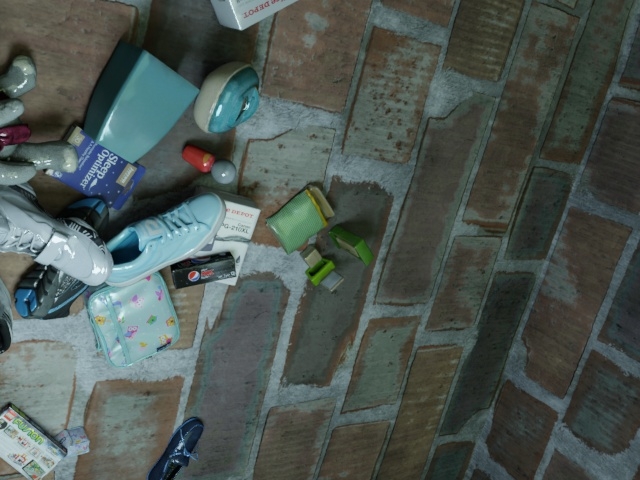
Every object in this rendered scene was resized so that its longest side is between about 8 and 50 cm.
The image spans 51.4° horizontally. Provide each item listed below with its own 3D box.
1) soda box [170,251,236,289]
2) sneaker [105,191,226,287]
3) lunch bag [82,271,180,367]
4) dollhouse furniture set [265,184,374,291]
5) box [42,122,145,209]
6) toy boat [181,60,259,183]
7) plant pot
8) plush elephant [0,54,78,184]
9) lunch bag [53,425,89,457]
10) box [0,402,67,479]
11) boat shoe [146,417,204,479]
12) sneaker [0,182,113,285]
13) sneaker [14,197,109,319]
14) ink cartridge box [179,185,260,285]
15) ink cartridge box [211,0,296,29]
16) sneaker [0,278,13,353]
[{"bbox_3d":[-0.315,0.080,1.792,0.169,0.053,0.060,-12,114,-17],"label":"soda box"},{"bbox_3d":[-0.399,-0.009,1.664,0.366,0.135,0.150,-37,167,-8],"label":"sneaker"},{"bbox_3d":[-0.516,0.207,1.810,0.224,0.108,0.279,-25,125,-25],"label":"lunch bag"},{"bbox_3d":[0.000,0.000,2.067,0.197,0.151,0.301,-44,131,-11],"label":"dollhouse furniture set"},{"bbox_3d":[-0.549,-0.173,1.647,0.225,0.036,0.136,34,90,-43],"label":"box"},{"bbox_3d":[-0.240,-0.302,1.705,0.318,0.148,0.267,-62,178,28],"label":"toy boat"},{"bbox_3d":[-0.439,-0.315,1.568,0.166,0.165,0.234,32,90,-42],"label":"plant pot"},{"bbox_3d":[-0.689,-0.238,1.338,0.330,0.255,0.271,-18,97,-18],"label":"plush elephant"},{"bbox_3d":[-0.702,0.569,1.873,0.083,0.071,0.053,-8,119,-33],"label":"lunch bag"},{"bbox_3d":[-0.791,0.542,1.770,0.114,0.036,0.207,-44,110,-11],"label":"box"},{"bbox_3d":[-0.444,0.693,2.118,0.109,0.089,0.258,29,93,-42],"label":"boat shoe"},{"bbox_3d":[-0.643,0.002,1.452,0.366,0.210,0.137,40,115,-8],"label":"sneaker"},{"bbox_3d":[-0.625,0.047,1.665,0.340,0.125,0.140,-56,153,2],"label":"sneaker"},{"bbox_3d":[-0.291,-0.014,1.853,0.172,0.100,0.237,14,103,-26],"label":"ink cartridge box"},{"bbox_3d":[-0.183,-0.690,1.607,0.211,0.121,0.289,-34,129,-18],"label":"ink cartridge box"},{"bbox_3d":[-0.785,0.067,1.437,0.169,0.257,0.447,-33,127,-20],"label":"sneaker"}]
